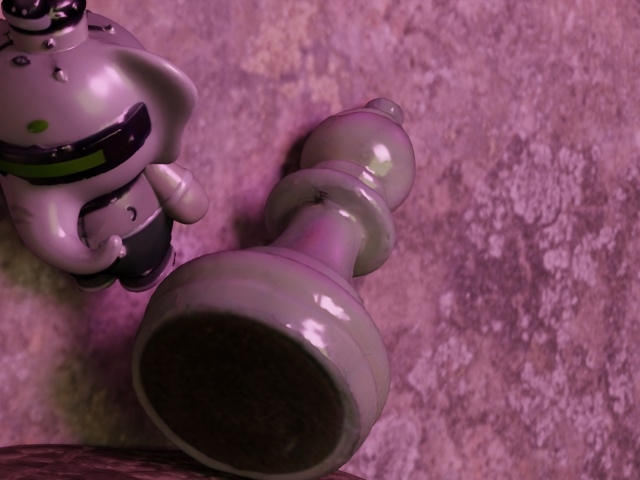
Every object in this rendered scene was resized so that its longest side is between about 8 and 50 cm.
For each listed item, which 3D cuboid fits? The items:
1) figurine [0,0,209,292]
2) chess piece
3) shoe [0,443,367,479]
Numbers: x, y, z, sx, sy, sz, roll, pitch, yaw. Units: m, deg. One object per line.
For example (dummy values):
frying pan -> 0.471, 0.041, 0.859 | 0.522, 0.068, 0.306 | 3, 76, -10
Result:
figurine -> -0.126, -0.051, 0.931 | 0.126, 0.147, 0.192 | -62, 151, -42
chess piece -> 0.000, 0.000, 1.044 | 0.139, 0.139, 0.272 | 60, 36, -29
shoe -> -0.092, 0.199, 0.993 | 0.316, 0.124, 0.159 | 3, 98, -43
